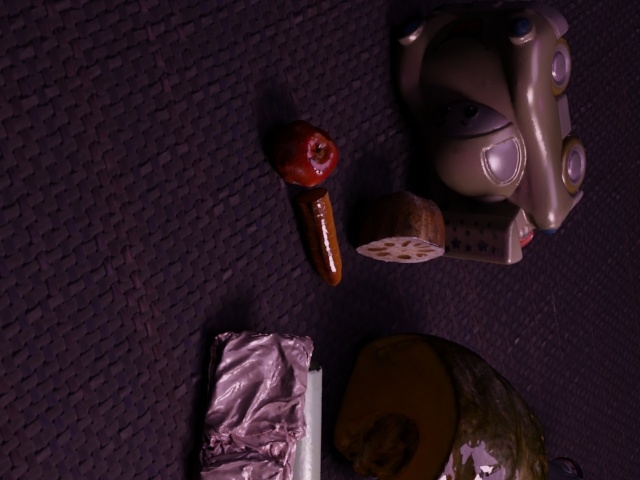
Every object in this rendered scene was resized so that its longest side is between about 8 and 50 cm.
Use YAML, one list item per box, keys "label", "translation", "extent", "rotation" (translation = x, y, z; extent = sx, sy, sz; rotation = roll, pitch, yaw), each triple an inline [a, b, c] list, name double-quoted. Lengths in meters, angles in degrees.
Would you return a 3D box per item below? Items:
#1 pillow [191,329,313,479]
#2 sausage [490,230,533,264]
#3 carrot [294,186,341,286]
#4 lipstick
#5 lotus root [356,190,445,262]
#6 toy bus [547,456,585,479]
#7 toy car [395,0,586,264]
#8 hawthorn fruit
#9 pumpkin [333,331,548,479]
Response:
- label: "pillow"
  translation: [-0.082, 0.234, 1.378]
  extent: [0.135, 0.049, 0.248]
  rotation: [9, 87, -19]
- label: "sausage"
  translation: [0.332, 0.000, 1.946]
  extent: [0.145, 0.050, 0.048]
  rotation: [-24, 118, -51]
- label: "carrot"
  translation: [0.000, 0.000, 1.510]
  extent: [0.048, 0.048, 0.139]
  rotation: [-39, 126, -44]
- label: "lipstick"
  translation: [-0.035, 0.304, 1.468]
  extent: [0.076, 0.076, 0.304]
  rotation: [-7, 98, -53]
- label: "lotus root"
  translation: [0.112, -0.014, 1.604]
  extent: [0.122, 0.112, 0.081]
  rotation: [17, 60, -42]
- label: "toy bus"
  translation: [0.401, 0.494, 1.922]
  extent: [0.194, 0.287, 0.232]
  rotation: [20, 94, -52]
- label: "toy car"
  translation: [0.232, -0.160, 1.646]
  extent: [0.226, 0.242, 0.336]
  rotation: [-41, 126, -40]
- label: "hawthorn fruit"
  translation: [-0.017, -0.111, 1.437]
  extent: [0.093, 0.093, 0.093]
  rotation: [-8, 100, -52]
- label: "pumpkin"
  translation: [0.172, 0.284, 1.586]
  extent: [0.256, 0.303, 0.225]
  rotation: [-52, 131, 1]
